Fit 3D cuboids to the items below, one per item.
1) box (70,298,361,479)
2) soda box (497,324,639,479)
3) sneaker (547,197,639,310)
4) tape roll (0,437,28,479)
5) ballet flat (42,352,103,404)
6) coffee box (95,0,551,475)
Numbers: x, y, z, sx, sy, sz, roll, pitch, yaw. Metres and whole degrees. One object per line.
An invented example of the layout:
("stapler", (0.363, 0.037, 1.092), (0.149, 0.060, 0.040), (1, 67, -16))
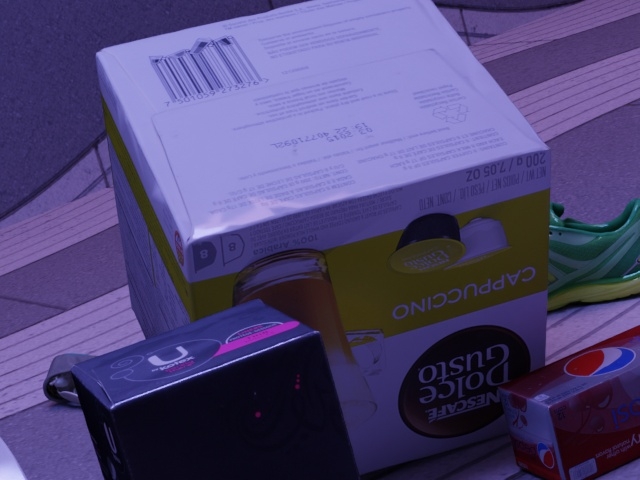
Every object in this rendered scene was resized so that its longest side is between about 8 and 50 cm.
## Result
("box", (-0.060, 0.203, 1.283), (0.165, 0.270, 0.143), (-20, 14, -16))
("soda box", (0.299, 0.131, 1.566), (0.263, 0.083, 0.092), (-20, 15, -21))
("sneaker", (0.251, 0.020, 1.978), (0.295, 0.123, 0.109), (-15, 14, 6))
("tape roll", (-0.279, 0.281, 1.274), (0.169, 0.246, 0.246), (-21, 15, -20))
("ballet flat", (-0.252, 0.171, 2.098), (0.213, 0.072, 0.068), (-7, 43, 35))
("coffee box", (0.000, 0.000, 1.650), (0.338, 0.334, 0.338), (-14, 38, -14))
